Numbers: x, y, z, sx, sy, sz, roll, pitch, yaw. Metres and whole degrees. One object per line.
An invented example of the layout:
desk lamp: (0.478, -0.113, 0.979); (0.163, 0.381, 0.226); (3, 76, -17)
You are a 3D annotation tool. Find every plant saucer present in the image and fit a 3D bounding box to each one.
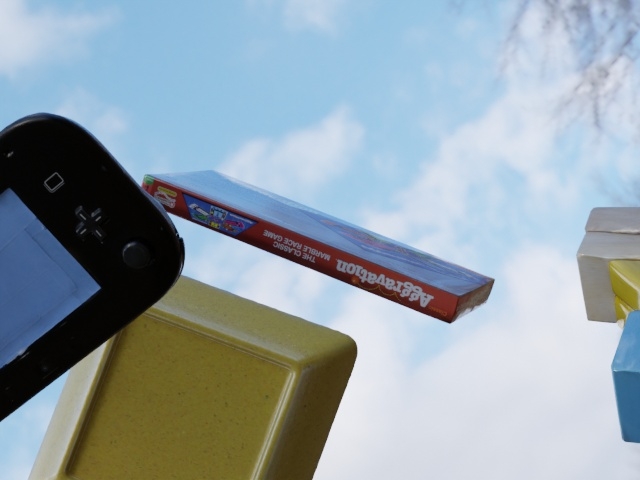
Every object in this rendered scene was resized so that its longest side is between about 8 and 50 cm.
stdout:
plant saucer: (-0.162, 0.217, 1.584); (0.081, 0.333, 0.332); (55, -126, -81)

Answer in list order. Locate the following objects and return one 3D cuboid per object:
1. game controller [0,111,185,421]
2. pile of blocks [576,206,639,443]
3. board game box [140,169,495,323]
game controller: (-0.253, 0.041, 1.001); (0.319, 0.067, 0.166); (-37, -70, 23)
pile of blocks: (0.194, 0.050, 0.485); (0.149, 0.362, 0.112); (-27, -57, -17)
board game box: (0.000, 0.000, 1.116); (0.145, 0.281, 0.027); (-15, -55, -70)
